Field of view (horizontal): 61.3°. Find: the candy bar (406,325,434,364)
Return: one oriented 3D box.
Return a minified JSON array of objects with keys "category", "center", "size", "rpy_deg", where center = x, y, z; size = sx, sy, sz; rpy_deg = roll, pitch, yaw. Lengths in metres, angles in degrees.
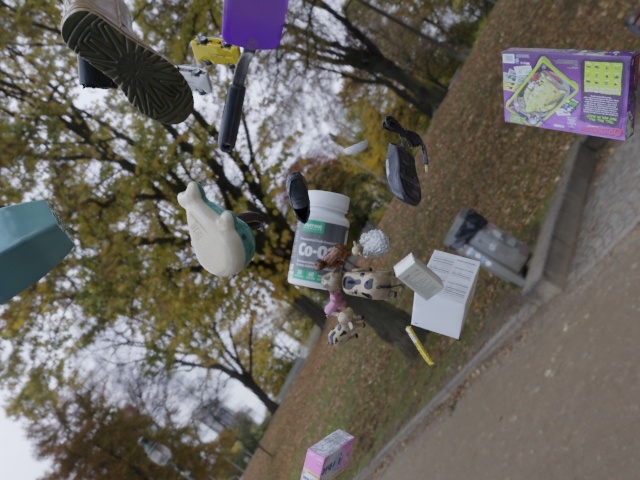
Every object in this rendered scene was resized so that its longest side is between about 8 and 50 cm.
[{"category":"candy bar","center":[0.355,0.377,1.934],"size":[0.018,0.162,0.040],"rpy_deg":[-29,-8,-18]}]

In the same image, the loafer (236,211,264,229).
[{"category":"loafer","center":[-0.278,-0.028,1.727],"size":[0.219,0.078,0.080],"rpy_deg":[-16,-22,-22]}]

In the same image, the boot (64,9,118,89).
[{"category":"boot","center":[-0.607,-0.532,1.515],"size":[0.246,0.094,0.207],"rpy_deg":[-57,-35,-67]}]

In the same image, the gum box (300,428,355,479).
[{"category":"gum box","center":[0.027,0.648,1.612],"size":[0.188,0.062,0.107],"rpy_deg":[-4,-70,-57]}]

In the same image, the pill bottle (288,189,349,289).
[{"category":"pill bottle","center":[0.000,0.000,2.078],"size":[0.204,0.204,0.361],"rpy_deg":[25,-106,-81]}]

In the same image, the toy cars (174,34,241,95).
[{"category":"toy cars","center":[-0.424,-0.654,1.989],"size":[0.393,0.176,0.087],"rpy_deg":[-20,37,45]}]

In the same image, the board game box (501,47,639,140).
[{"category":"board game box","center":[0.632,-0.387,1.399],"size":[0.056,0.346,0.208],"rpy_deg":[-28,-57,-28]}]

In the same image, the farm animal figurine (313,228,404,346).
[{"category":"farm animal figurine","center":[0.094,0.158,1.693],"size":[0.326,0.331,0.172],"rpy_deg":[-19,-11,38]}]

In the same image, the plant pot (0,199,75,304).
[{"category":"plant pot","center":[-0.781,0.012,1.398],"size":[0.234,0.166,0.166],"rpy_deg":[-31,-31,-13]}]

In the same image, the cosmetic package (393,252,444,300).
[{"category":"cosmetic package","center":[0.236,0.088,1.292],"size":[0.060,0.115,0.041],"rpy_deg":[-40,28,20]}]

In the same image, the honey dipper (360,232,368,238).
[{"category":"honey dipper","center":[0.193,0.005,1.912],"size":[0.160,0.030,0.031],"rpy_deg":[21,-77,-55]}]

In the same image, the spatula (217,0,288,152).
[{"category":"spatula","center":[-0.114,-0.236,0.777],"size":[0.296,0.084,0.030],"rpy_deg":[116,148,-50]}]

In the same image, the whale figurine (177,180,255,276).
[{"category":"whale figurine","center":[-0.282,-0.038,1.487],"size":[0.141,0.272,0.216],"rpy_deg":[-30,-2,-44]}]

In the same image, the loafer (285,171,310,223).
[{"category":"loafer","center":[-0.070,-0.145,1.857],"size":[0.076,0.078,0.223],"rpy_deg":[-18,-37,-6]}]

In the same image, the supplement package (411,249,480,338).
[{"category":"supplement package","center":[0.505,0.213,2.171],"size":[0.263,0.197,0.199],"rpy_deg":[-53,-29,-44]}]

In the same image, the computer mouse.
[{"category":"computer mouse","center":[0.229,-0.191,1.435],"size":[0.060,0.262,0.184],"rpy_deg":[-26,-29,37]}]

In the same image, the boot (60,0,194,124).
[{"category":"boot","center":[-0.321,-0.333,0.896],"size":[0.089,0.270,0.236],"rpy_deg":[-39,-49,8]}]

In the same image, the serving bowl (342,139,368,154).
[{"category":"serving bowl","center":[0.112,-0.285,1.674],"size":[0.083,0.027,0.083],"rpy_deg":[-22,8,3]}]
